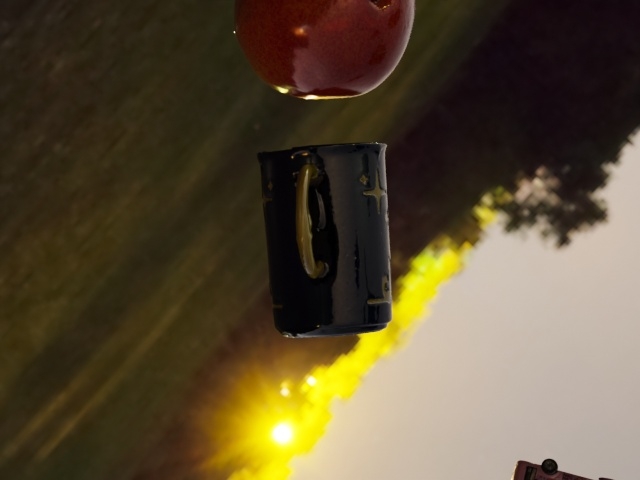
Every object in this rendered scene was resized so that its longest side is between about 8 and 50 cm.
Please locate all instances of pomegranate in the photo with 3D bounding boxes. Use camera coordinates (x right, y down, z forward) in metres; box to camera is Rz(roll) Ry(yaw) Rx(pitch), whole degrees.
[{"bbox_3d":[-0.005,-0.277,1.712,0.221,0.221,0.257,-49,-148,-18],"label":"pomegranate"}]

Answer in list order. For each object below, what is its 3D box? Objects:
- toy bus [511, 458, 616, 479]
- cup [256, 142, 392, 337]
[{"bbox_3d":[0.369,0.372,1.974,0.063,0.203,0.090,88,17,-70],"label":"toy bus"},{"bbox_3d":[-0.014,0.001,1.871,0.178,0.256,0.255,-4,179,37],"label":"cup"}]
